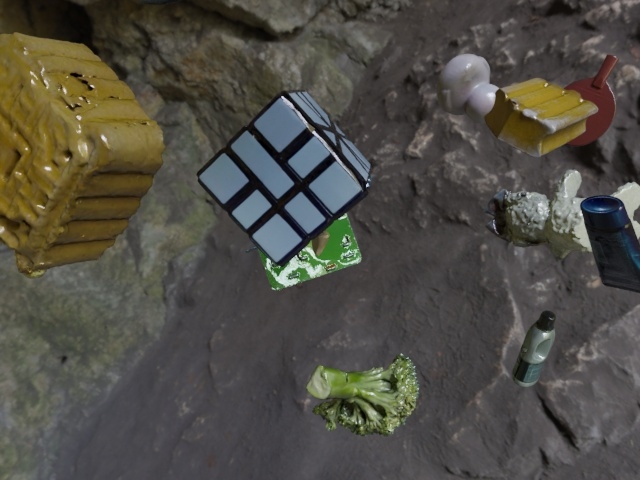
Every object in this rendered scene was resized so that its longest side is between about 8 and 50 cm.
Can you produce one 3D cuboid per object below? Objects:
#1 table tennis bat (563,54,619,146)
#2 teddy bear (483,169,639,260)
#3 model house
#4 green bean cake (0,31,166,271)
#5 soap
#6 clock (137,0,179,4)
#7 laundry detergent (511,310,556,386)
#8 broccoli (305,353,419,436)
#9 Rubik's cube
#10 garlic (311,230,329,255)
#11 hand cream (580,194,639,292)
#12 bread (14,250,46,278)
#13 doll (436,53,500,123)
[{"bbox_3d":[0.895,-0.465,1.785,0.038,0.200,0.310,-14,-48,-65],"label":"table tennis bat"},{"bbox_3d":[0.843,-0.093,1.880,0.375,0.327,0.362,-17,21,-20],"label":"teddy bear"},{"bbox_3d":[-0.079,0.038,1.923,0.357,0.242,0.313,-20,-5,-14],"label":"model house"},{"bbox_3d":[-0.326,-0.104,0.644,0.230,0.224,0.131,-51,-14,22],"label":"green bean cake"},{"bbox_3d":[0.405,-0.234,0.992,0.232,0.140,0.073,-26,-38,-42],"label":"soap"},{"bbox_3d":[-0.295,-0.536,0.950,0.226,0.226,0.049,-47,0,-1],"label":"clock"},{"bbox_3d":[0.573,0.282,1.415,0.099,0.226,0.070,-22,42,-36],"label":"laundry detergent"},{"bbox_3d":[0.150,0.472,1.705,0.353,0.397,0.275,-31,46,-14],"label":"broccoli"},{"bbox_3d":[-0.066,-0.156,1.246,0.283,0.293,0.288,-43,8,16],"label":"Rubik's cube"},{"bbox_3d":[0.000,0.000,1.420,0.053,0.041,0.083,-114,33,-40],"label":"garlic"},{"bbox_3d":[0.630,0.022,1.138,0.061,0.270,0.120,-47,32,-21],"label":"hand cream"},{"bbox_3d":[-0.738,-0.074,1.326,0.077,0.084,0.367,-23,69,3],"label":"bread"},{"bbox_3d":[0.516,-0.498,1.799,0.221,0.251,0.221,-16,50,20],"label":"doll"}]
